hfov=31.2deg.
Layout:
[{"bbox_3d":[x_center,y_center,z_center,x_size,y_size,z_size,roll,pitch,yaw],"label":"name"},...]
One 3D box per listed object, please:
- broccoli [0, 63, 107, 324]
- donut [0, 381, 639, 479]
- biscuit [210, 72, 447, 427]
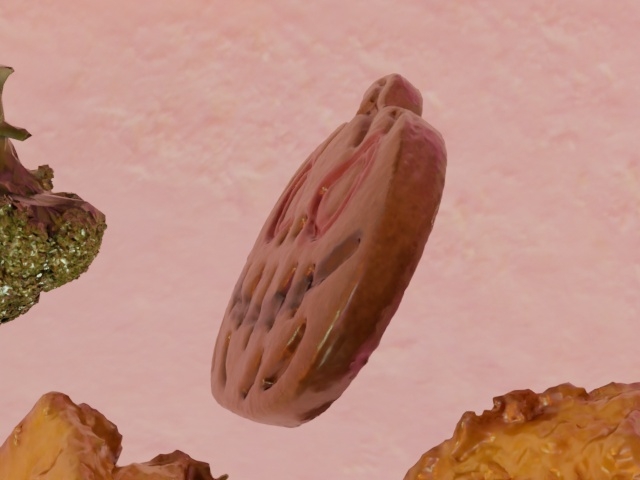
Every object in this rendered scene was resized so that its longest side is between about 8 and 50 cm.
[{"bbox_3d":[-0.157,-0.017,0.476,0.131,0.130,0.120,10,97,-27],"label":"broccoli"},{"bbox_3d":[0.016,0.257,0.653,0.435,0.163,0.377,-6,126,-5],"label":"donut"},{"bbox_3d":[-0.001,-0.001,0.942,0.063,0.367,0.314,25,82,-13],"label":"biscuit"}]
